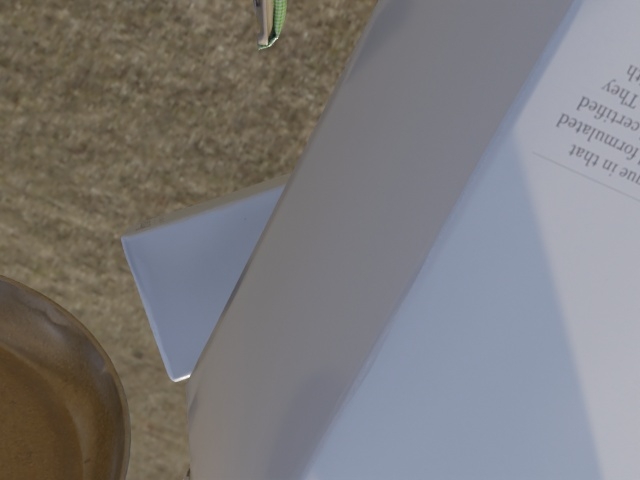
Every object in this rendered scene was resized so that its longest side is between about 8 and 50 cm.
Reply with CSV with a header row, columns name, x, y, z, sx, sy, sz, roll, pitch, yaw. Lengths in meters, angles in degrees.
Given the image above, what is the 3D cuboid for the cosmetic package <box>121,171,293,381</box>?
name,x,y,z,sx,sy,sz,roll,pitch,yaw
cosmetic package,0.000,0.000,1.144,0.384,0.156,0.217,-17,-175,-9

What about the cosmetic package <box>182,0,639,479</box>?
name,x,y,z,sx,sy,sz,roll,pitch,yaw
cosmetic package,0.083,-0.015,0.448,0.155,0.197,0.366,20,112,-18

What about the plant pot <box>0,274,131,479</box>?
name,x,y,z,sx,sy,sz,roll,pitch,yaw
plant pot,-0.193,0.091,0.434,0.236,0.236,0.032,13,129,9

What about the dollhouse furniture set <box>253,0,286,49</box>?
name,x,y,z,sx,sy,sz,roll,pitch,yaw
dollhouse furniture set,-0.012,-0.183,0.583,0.058,0.076,0.152,-7,134,-7
